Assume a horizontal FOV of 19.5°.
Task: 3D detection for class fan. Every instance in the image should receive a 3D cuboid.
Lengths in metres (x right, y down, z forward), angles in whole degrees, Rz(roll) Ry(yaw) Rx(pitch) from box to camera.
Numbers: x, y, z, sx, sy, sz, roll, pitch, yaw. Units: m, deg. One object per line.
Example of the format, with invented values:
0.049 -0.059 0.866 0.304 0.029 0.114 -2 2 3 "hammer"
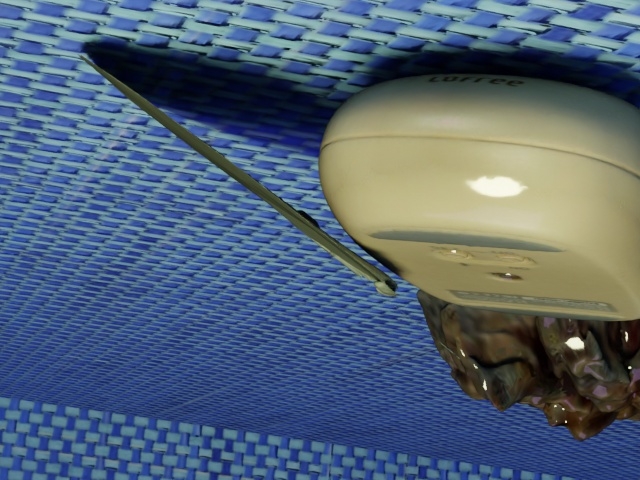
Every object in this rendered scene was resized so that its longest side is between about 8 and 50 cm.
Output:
0.001 -0.001 0.878 0.182 0.010 0.310 37 178 38 "fan"

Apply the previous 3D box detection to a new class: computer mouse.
0.085 -0.020 0.807 0.145 0.082 0.236 3 170 21 "computer mouse"

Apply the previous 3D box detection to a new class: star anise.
0.179 0.075 1.193 0.236 0.109 0.223 5 173 -1 "star anise"
